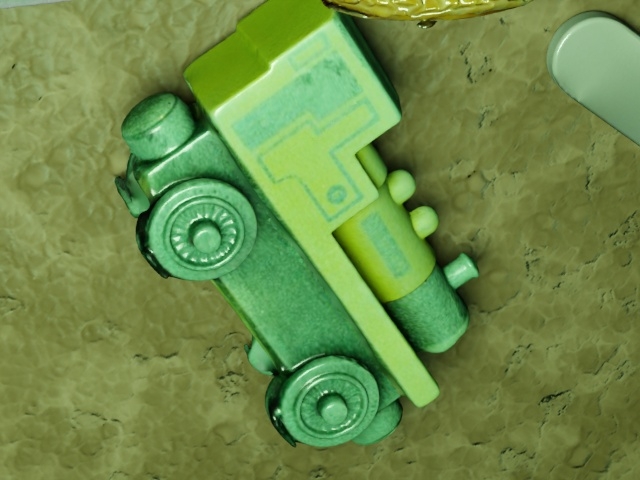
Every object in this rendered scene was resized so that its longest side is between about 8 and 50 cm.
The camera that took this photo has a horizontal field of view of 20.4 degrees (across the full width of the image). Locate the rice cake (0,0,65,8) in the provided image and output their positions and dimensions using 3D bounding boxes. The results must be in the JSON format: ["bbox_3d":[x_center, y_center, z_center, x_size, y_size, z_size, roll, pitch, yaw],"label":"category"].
[{"bbox_3d":[-0.357,-0.192,1.320,0.399,0.070,0.064,-8,121,-7],"label":"rice cake"}]

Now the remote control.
[{"bbox_3d":[0.292,-0.111,1.511,0.245,0.022,0.077,31,108,-24],"label":"remote control"}]

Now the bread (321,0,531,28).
[{"bbox_3d":[0.079,-0.232,1.314,0.199,0.199,0.104,-7,113,-8],"label":"bread"}]

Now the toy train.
[{"bbox_3d":[0.000,0.000,1.447,0.237,0.150,0.369,-35,119,0],"label":"toy train"}]
